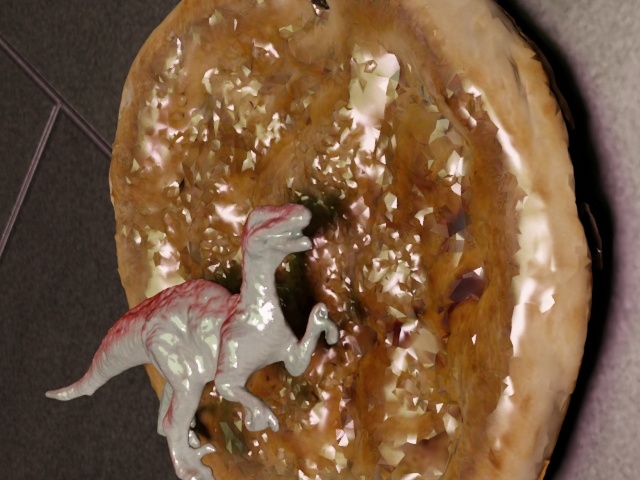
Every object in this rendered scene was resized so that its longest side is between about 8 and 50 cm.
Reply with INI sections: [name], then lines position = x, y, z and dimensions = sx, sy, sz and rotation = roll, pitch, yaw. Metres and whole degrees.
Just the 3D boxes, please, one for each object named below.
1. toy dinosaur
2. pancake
[toy dinosaur]
position = -0.088, 0.060, 0.984
dimensions = 0.242, 0.053, 0.167
rotation = 2, 101, 44
[pancake]
position = 0.001, 0.000, 0.973
dimensions = 0.382, 0.071, 0.382
rotation = 8, 101, 41
